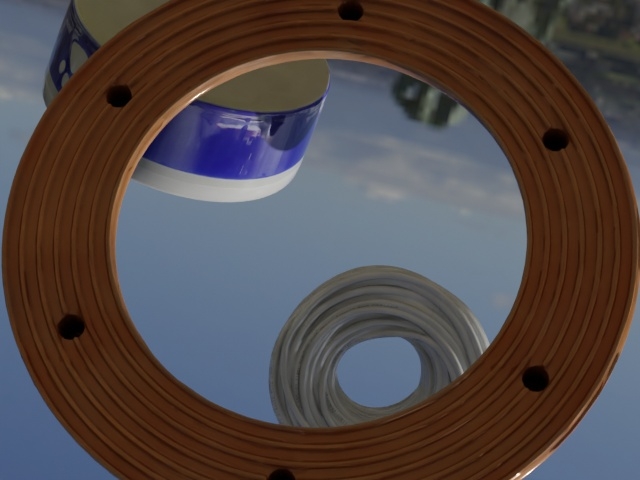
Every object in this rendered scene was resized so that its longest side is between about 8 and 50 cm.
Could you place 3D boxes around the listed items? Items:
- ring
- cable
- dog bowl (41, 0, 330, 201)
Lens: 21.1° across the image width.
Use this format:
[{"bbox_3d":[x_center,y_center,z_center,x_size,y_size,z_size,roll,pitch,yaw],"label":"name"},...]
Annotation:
[{"bbox_3d":[0.000,0.000,0.915,0.337,0.336,0.032,14,155,9],"label":"ring"},{"bbox_3d":[0.071,0.155,1.957,0.257,0.257,0.089,31,-169,-5],"label":"cable"},{"bbox_3d":[-0.128,-0.155,1.660,0.265,0.104,0.265,17,-148,-11],"label":"dog bowl"}]
